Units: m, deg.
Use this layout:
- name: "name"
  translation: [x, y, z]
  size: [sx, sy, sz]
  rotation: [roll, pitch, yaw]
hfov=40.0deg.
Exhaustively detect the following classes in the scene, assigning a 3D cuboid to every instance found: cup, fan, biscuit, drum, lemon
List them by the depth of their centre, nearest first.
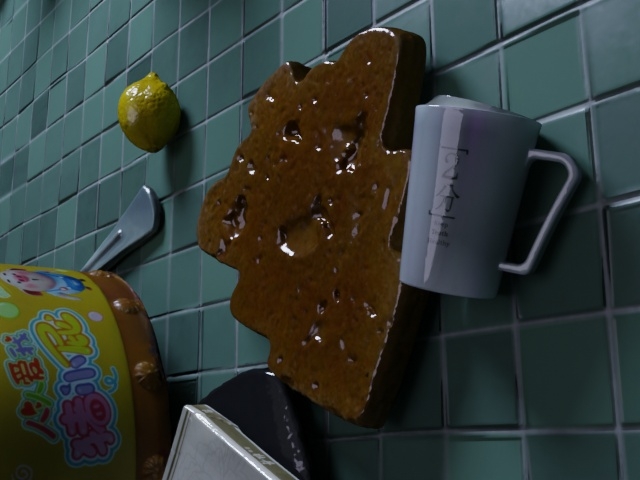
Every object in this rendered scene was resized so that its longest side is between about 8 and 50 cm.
- name: "cup"
  translation: [0.101, -0.024, 0.531]
  size: [0.104, 0.074, 0.116]
  rotation: [10, 94, 24]
- name: "biscuit"
  translation: [0.001, 0.000, 0.664]
  size: [0.278, 0.043, 0.301]
  rotation: [-35, 56, 40]
- name: "drum"
  translation: [-0.322, 0.223, 0.851]
  size: [0.431, 0.214, 0.430]
  rotation: [-16, 71, 54]
- name: "lemon"
  translation: [-0.177, -0.133, 0.913]
  size: [0.065, 0.065, 0.092]
  rotation: [-23, 64, 48]
- name: "fan"
  translation: [-0.255, 0.031, 1.007]
  size: [0.282, 0.023, 0.057]
  rotation: [-41, 60, 39]

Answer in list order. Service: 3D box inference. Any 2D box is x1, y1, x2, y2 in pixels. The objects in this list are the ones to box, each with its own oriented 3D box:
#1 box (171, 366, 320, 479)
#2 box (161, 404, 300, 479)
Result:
- name: "box"
  translation: [-0.065, 0.216, 0.699]
  size: [0.212, 0.042, 0.201]
  rotation: [-46, 49, 37]
- name: "box"
  translation: [-0.055, 0.206, 0.629]
  size: [0.198, 0.029, 0.109]
  rotation: [24, 99, 50]
